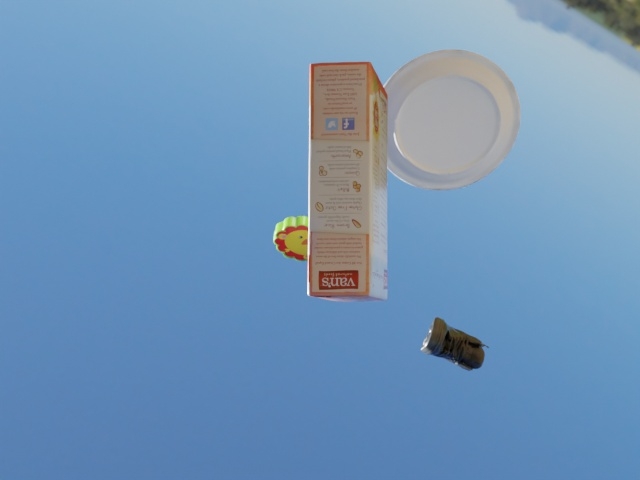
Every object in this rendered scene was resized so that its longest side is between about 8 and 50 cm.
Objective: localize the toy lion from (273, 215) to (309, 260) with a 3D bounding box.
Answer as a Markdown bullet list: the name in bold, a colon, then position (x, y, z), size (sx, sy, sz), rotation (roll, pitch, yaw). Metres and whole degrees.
- **toy lion**: position (0.000, 0.000, 1.268), size (0.100, 0.096, 0.034), rotation (35, -138, -34)

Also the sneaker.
- **sneaker**: position (0.186, 0.143, 1.490), size (0.089, 0.051, 0.170), rotation (25, 180, 7)

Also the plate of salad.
- **plate of salad**: position (0.166, -0.161, 1.463), size (0.200, 0.200, 0.048), rotation (27, -158, -18)

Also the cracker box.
- **cracker box**: position (0.030, -0.054, 1.133), size (0.067, 0.232, 0.156), rotation (-1, 175, 9)
